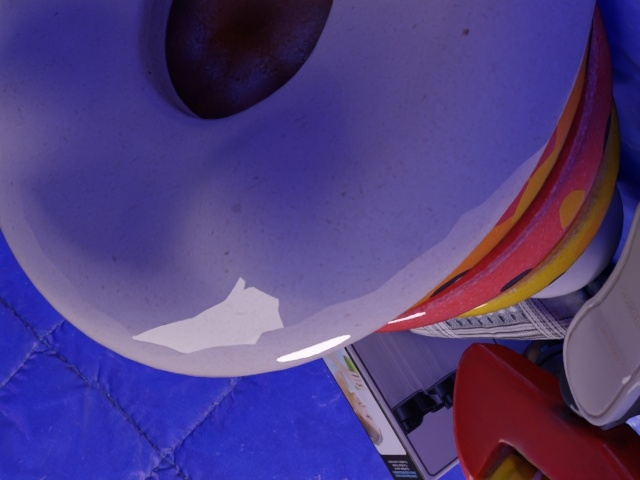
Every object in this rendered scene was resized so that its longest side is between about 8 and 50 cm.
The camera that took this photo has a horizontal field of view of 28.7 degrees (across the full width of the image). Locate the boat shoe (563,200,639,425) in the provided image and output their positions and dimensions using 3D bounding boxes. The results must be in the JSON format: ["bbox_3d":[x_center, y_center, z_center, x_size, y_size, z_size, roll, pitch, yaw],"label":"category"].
[{"bbox_3d":[0.252,0.029,0.807,0.335,0.095,0.112,110,144,-63],"label":"boat shoe"}]

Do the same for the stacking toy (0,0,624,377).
[{"bbox_3d":[0.072,-0.068,0.757,0.350,0.351,0.480,36,-171,35],"label":"stacking toy"}]

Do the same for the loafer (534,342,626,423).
[{"bbox_3d":[0.309,0.257,1.334,0.303,0.109,0.095,62,-165,-6],"label":"loafer"}]

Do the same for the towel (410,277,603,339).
[{"bbox_3d":[0.085,-0.022,1.154,0.324,0.056,0.312,50,156,-18],"label":"towel"}]

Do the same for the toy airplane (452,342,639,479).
[{"bbox_3d":[0.250,0.301,1.033,0.386,0.272,0.384,40,-157,-24],"label":"toy airplane"}]

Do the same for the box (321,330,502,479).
[{"bbox_3d":[0.091,0.104,1.387,0.290,0.169,0.087,60,156,-4],"label":"box"}]

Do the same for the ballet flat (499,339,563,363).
[{"bbox_3d":[0.228,0.172,1.538,0.124,0.116,0.342,55,164,2],"label":"ballet flat"}]

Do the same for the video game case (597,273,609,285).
[{"bbox_3d":[0.299,0.098,1.177,0.206,0.026,0.227,47,169,-30],"label":"video game case"}]
